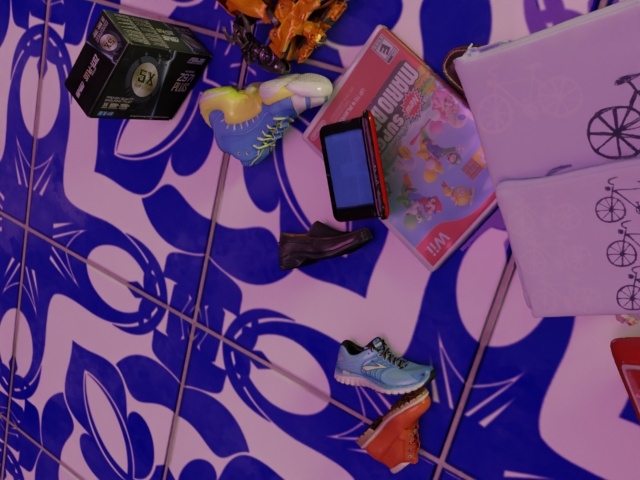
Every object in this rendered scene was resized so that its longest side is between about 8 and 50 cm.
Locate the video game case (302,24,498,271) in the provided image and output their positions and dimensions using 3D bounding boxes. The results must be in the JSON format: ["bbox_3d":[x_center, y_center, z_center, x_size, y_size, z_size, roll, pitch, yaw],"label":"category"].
[{"bbox_3d":[0.121,-0.126,0.895,0.285,0.025,0.204,47,120,16],"label":"video game case"}]

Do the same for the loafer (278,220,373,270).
[{"bbox_3d":[0.000,0.000,0.976,0.170,0.062,0.061,-16,85,32],"label":"loafer"}]

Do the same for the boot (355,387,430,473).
[{"bbox_3d":[0.126,0.280,0.950,0.084,0.059,0.158,45,127,14],"label":"boot"}]

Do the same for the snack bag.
[{"bbox_3d":[0.317,-0.080,0.679,0.323,0.037,0.343,-8,105,47],"label":"snack bag"}]

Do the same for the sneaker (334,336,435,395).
[{"bbox_3d":[0.090,0.180,0.949,0.162,0.063,0.073,3,97,32],"label":"sneaker"}]

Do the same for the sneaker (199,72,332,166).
[{"bbox_3d":[-0.076,-0.180,0.986,0.240,0.091,0.126,4,114,37],"label":"sneaker"}]

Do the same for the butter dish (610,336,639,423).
[{"bbox_3d":[0.426,0.165,0.709,0.160,0.118,0.160,68,163,2],"label":"butter dish"}]

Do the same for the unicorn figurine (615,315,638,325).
[{"bbox_3d":[0.382,0.031,0.740,0.161,0.060,0.111,-24,90,30],"label":"unicorn figurine"}]

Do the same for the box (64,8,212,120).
[{"bbox_3d":[-0.288,-0.272,1.035,0.078,0.180,0.147,51,119,16],"label":"box"}]

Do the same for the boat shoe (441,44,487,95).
[{"bbox_3d":[0.234,-0.185,0.788,0.207,0.073,0.073,32,118,25],"label":"boat shoe"}]

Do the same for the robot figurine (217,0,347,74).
[{"bbox_3d":[-0.075,-0.384,0.939,0.211,0.085,0.291,-45,74,30],"label":"robot figurine"}]

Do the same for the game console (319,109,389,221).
[{"bbox_3d":[0.043,-0.096,0.889,0.085,0.124,0.144,-10,95,7],"label":"game console"}]
